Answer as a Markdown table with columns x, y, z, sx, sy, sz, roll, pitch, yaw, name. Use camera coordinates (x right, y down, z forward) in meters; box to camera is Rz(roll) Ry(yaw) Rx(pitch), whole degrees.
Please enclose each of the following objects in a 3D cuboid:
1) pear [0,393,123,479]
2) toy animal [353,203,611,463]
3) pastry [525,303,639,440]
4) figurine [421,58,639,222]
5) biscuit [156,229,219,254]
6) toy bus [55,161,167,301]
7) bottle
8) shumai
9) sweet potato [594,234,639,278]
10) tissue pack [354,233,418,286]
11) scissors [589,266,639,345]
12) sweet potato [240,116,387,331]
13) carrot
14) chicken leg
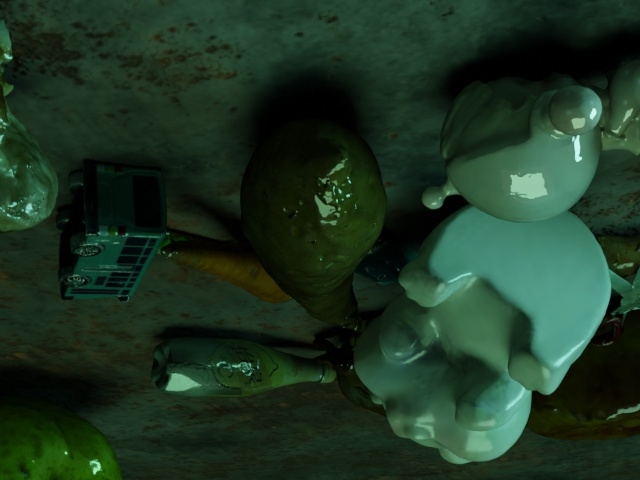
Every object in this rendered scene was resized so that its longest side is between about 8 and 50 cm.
| x | y | z | sx | sy | sz | roll | pitch | yaw | name |
| --- | --- | --- | --- | --- | --- | --- | --- | --- | --- |
| -0.477 | 0.399 | 1.487 | 0.391 | 0.391 | 0.391 | -4 | 157 | -2 | pear |
| 0.163 | 0.116 | 1.073 | 0.241 | 0.196 | 0.367 | -34 | 158 | -43 | toy animal |
| 0.451 | 0.195 | 1.450 | 0.356 | 0.163 | 0.356 | -8 | 161 | -3 | pastry |
| 0.208 | -0.079 | 0.805 | 0.257 | 0.182 | 0.144 | -5 | 115 | 17 | figurine |
| -0.142 | 0.008 | 1.064 | 0.089 | 0.016 | 0.046 | 14 | 148 | -39 | biscuit |
| -0.201 | -0.003 | 0.949 | 0.092 | 0.079 | 0.160 | 3 | 153 | -23 | toy bus |
| -0.098 | 0.178 | 1.382 | 0.270 | 0.083 | 0.083 | 7 | 154 | -29 | bottle |
| -0.267 | -0.095 | 0.674 | 0.210 | 0.161 | 0.153 | 25 | 126 | -12 | shumai |
| 0.326 | 0.022 | 1.148 | 0.206 | 0.060 | 0.068 | -6 | -167 | 12 | sweet potato |
| 0.074 | 0.027 | 1.142 | 0.085 | 0.027 | 0.138 | -20 | 149 | 32 | tissue pack |
| 0.365 | 0.061 | 1.158 | 0.144 | 0.017 | 0.247 | -19 | 149 | 15 | scissors |
| -0.004 | -0.002 | 0.936 | 0.131 | 0.130 | 0.422 | -5 | 158 | -1 | sweet potato |
| -0.088 | 0.022 | 1.029 | 0.061 | 0.061 | 0.257 | -16 | 161 | 24 | carrot |
| 0.163 | 0.156 | 1.317 | 0.212 | 0.140 | 0.361 | 24 | 148 | -34 | chicken leg |
